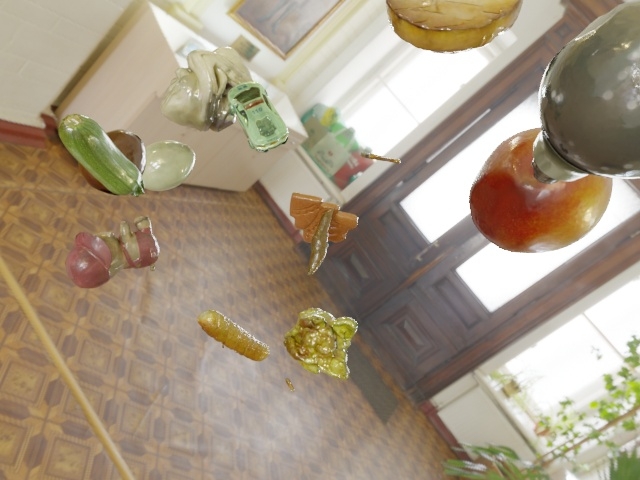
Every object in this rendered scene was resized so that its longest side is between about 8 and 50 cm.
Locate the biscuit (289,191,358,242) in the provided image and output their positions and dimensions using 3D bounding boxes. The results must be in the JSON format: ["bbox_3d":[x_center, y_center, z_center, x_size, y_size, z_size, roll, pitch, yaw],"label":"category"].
[{"bbox_3d":[-0.014,-0.087,1.857,0.306,0.284,0.043,40,45,-30],"label":"biscuit"}]

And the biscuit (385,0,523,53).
[{"bbox_3d":[0.293,-0.526,1.023,0.296,0.297,0.102,59,-10,31],"label":"biscuit"}]

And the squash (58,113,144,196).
[{"bbox_3d":[-0.395,-0.148,0.834,0.219,0.078,0.068,65,22,-60],"label":"squash"}]

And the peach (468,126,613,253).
[{"bbox_3d":[0.491,-0.112,1.042,0.307,0.308,0.332,56,21,23],"label":"peach"}]

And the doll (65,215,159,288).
[{"bbox_3d":[-0.610,0.035,1.337,0.152,0.196,0.256,27,40,36],"label":"doll"}]

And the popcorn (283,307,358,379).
[{"bbox_3d":[0.021,0.438,2.033,0.321,0.326,0.290,52,3,-4],"label":"popcorn"}]

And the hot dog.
[{"bbox_3d":[-0.262,0.302,1.419,0.286,0.088,0.061,39,22,-36],"label":"hot dog"}]

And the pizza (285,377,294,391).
[{"bbox_3d":[-0.107,0.509,1.613,0.037,0.016,0.083,64,-12,-23],"label":"pizza"}]

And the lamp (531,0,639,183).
[{"bbox_3d":[0.347,-0.160,0.552,0.181,0.182,0.314,51,12,6],"label":"lamp"}]

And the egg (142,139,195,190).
[{"bbox_3d":[-0.616,-0.296,1.805,0.186,0.253,0.186,158,-90,-87],"label":"egg"}]

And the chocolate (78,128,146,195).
[{"bbox_3d":[-0.526,-0.207,1.168,0.177,0.177,0.176,44,16,-17],"label":"chocolate"}]

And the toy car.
[{"bbox_3d":[-0.136,-0.265,0.952,0.186,0.094,0.058,61,-8,21],"label":"toy car"}]

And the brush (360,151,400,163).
[{"bbox_3d":[0.133,-0.179,0.992,0.043,0.014,0.170,5,12,-17],"label":"brush"}]

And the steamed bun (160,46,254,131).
[{"bbox_3d":[-0.410,-0.557,1.769,0.247,0.339,0.352,52,33,15],"label":"steamed bun"}]

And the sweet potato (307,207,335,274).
[{"bbox_3d":[0.000,0.000,1.715,0.067,0.273,0.067,16,-7,2],"label":"sweet potato"}]
